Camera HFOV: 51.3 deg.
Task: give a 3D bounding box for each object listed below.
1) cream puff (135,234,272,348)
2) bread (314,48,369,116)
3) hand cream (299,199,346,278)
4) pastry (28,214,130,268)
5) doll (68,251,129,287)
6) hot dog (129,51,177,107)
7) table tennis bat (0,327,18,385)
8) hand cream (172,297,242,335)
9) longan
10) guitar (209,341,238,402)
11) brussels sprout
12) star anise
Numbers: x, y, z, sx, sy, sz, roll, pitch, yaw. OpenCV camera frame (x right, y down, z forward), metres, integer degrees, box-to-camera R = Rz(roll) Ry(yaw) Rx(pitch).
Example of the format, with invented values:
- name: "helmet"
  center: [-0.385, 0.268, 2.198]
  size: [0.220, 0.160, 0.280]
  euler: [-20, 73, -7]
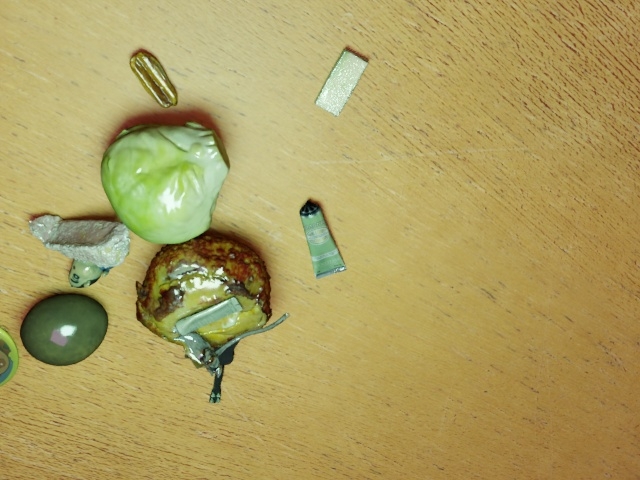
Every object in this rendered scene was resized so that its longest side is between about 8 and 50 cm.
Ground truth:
- name: "cream puff"
  center: [-0.286, 0.113, 1.644]
  size: [0.350, 0.229, 0.350]
  euler: [-10, 144, -7]
- name: "bread"
  center: [0.048, -0.375, 1.584]
  size: [0.068, 0.028, 0.154]
  euler: [24, 109, -17]
- name: "hand cream"
  center: [0.000, 0.000, 1.736]
  size: [0.086, 0.055, 0.235]
  euler: [-16, 122, 3]
- name: "pastry"
  center: [-0.561, 0.000, 1.592]
  size: [0.265, 0.103, 0.112]
  euler: [13, 142, 23]
- name: "doll"
  center: [-0.563, 0.059, 1.667]
  size: [0.179, 0.102, 0.089]
  euler: [-41, 152, 10]
- name: "hot dog"
  center: [-0.378, -0.366, 1.525]
  size: [0.062, 0.038, 0.144]
  euler: [-34, 116, 5]
- name: "table tennis bat"
  center: [-0.901, 0.247, 1.721]
  size: [0.224, 0.054, 0.369]
  euler: [5, 117, -11]
- name: "hand cream"
  center: [-0.262, 0.176, 1.532]
  size: [0.165, 0.037, 0.057]
  euler: [-24, 140, 0]
- name: "longan"
  center: [-0.642, 0.224, 1.674]
  size: [0.212, 0.198, 0.198]
  euler: [-7, 115, -6]
- name: "guitar"
  center: [-0.280, 0.352, 1.859]
  size: [0.083, 0.038, 0.271]
  euler: [8, 112, -10]
- name: "brussels sprout"
  center: [-0.349, -0.130, 1.521]
  size: [0.316, 0.242, 0.274]
  euler: [1, 92, 16]
- name: "star anise"
  center: [-0.216, 0.223, 1.611]
  size: [0.227, 0.218, 0.148]
  euler: [-42, 118, -25]
